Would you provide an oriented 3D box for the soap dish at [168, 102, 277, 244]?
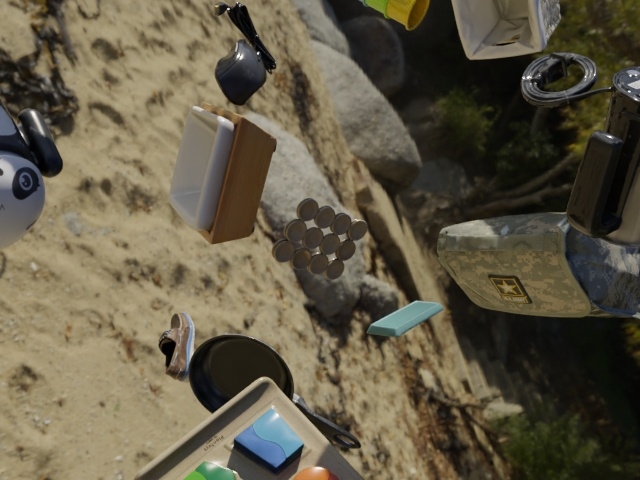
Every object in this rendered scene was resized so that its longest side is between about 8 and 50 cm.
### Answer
[{"bbox_3d":[-0.190,-0.131,1.392,0.291,0.118,0.229,34,-70,64],"label":"soap dish"}]

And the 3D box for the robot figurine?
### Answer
[{"bbox_3d":[-0.471,-0.113,0.949,0.278,0.209,0.173,56,-2,18],"label":"robot figurine"}]

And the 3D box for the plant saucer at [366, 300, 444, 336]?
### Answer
[{"bbox_3d":[0.165,0.146,1.407,0.192,0.067,0.018,-17,106,-53],"label":"plant saucer"}]

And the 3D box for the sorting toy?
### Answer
[{"bbox_3d":[-0.100,0.318,0.822,0.229,0.307,0.041,45,-30,19],"label":"sorting toy"}]

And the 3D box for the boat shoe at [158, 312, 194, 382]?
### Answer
[{"bbox_3d":[-0.319,0.226,1.630,0.066,0.066,0.183,21,32,-32],"label":"boat shoe"}]

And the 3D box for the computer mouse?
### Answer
[{"bbox_3d":[-0.157,-0.387,1.463,0.184,0.060,0.262,57,28,-20],"label":"computer mouse"}]

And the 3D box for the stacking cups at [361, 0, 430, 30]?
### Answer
[{"bbox_3d":[0.102,-0.604,1.715,0.316,0.096,0.096,36,-3,19],"label":"stacking cups"}]

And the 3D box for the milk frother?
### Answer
[{"bbox_3d":[0.245,-0.083,0.644,0.143,0.129,0.135,-121,-154,-49],"label":"milk frother"}]

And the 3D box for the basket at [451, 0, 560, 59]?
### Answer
[{"bbox_3d":[0.244,-0.338,0.970,0.103,0.113,0.167,-45,126,-38],"label":"basket"}]

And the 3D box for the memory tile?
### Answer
[{"bbox_3d":[0.000,0.000,1.153,0.148,0.113,0.012,21,12,-41],"label":"memory tile"}]

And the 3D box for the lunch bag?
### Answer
[{"bbox_3d":[0.355,0.036,1.172,0.286,0.235,0.169,11,83,-40],"label":"lunch bag"}]

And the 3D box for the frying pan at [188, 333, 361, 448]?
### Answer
[{"bbox_3d":[-0.078,0.256,1.319,0.053,0.325,0.197,-67,163,-63],"label":"frying pan"}]
